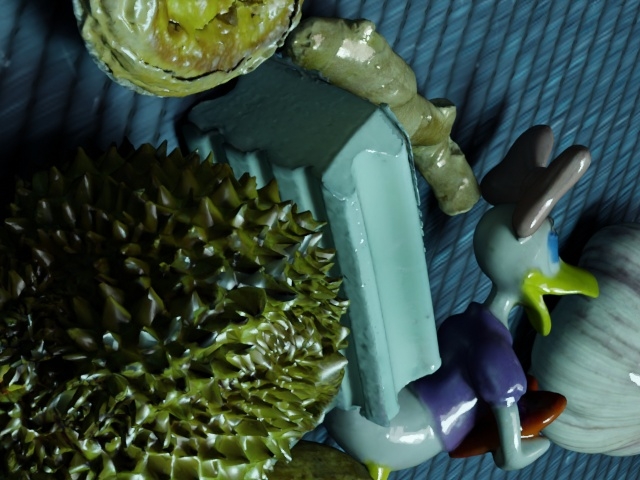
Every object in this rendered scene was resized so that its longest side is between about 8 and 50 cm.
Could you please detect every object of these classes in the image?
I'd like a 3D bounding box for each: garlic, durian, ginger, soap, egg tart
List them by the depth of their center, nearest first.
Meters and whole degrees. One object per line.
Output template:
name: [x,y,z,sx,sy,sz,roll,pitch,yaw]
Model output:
egg tart: [-0.081,-0.201,1.122,0.234,0.094,0.234,-34,135,-41]
durian: [-0.129,0.066,1.131,0.293,0.258,0.258,-31,137,-25]
soap: [0.000,0.000,1.325,0.094,0.150,0.261,-47,144,-32]
ginger: [0.054,-0.096,1.408,0.089,0.075,0.288,-31,149,10]
garlic: [0.343,0.129,1.803,0.245,0.253,0.245,-41,150,-30]

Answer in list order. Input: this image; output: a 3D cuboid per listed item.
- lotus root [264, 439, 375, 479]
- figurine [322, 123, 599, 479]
lotus root: [-0.067,0.223,1.398,0.260,0.128,0.145,1,100,-32]
figurine: [0.108,0.102,1.544,0.193,0.154,0.421,39,93,-17]
